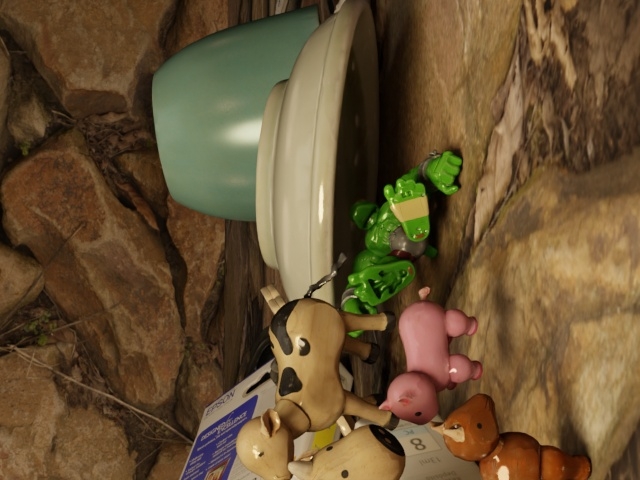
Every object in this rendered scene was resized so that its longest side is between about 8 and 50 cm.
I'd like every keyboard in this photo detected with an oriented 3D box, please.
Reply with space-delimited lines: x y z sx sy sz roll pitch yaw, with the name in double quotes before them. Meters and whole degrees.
"keyboard" -0.070 -0.498 2.409 0.256 0.014 0.072 117 153 -67

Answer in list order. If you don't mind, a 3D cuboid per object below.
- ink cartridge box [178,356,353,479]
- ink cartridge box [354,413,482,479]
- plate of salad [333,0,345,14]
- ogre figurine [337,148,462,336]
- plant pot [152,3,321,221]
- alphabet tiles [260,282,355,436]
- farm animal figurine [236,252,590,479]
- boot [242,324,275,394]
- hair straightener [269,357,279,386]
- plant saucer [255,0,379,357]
"ink cartridge box" -0.085 0.286 1.688 0.303 0.072 0.307 -37 19 33
"ink cartridge box" 0.125 0.379 1.045 0.385 0.091 0.308 -130 40 -50
"plate of salad" 0.044 -0.236 1.601 0.200 0.048 0.200 180 90 -84
"ogre figurine" 0.075 -0.002 1.238 0.118 0.096 0.197 -101 20 -81
"plant pot" -0.097 -0.156 1.666 0.293 0.235 0.293 -9 -90 -88
"alphabet tiles" 0.015 0.180 1.372 0.284 0.021 0.278 60 176 -11
"farm animal figurine" 0.025 0.199 0.932 0.330 0.172 0.327 28 105 57
"boot" -0.073 0.331 1.943 0.260 0.131 0.348 -104 19 -57
"hair straightener" 0.006 0.118 1.614 0.047 0.089 0.230 46 121 29
"plant saucer" -0.003 -0.072 1.370 0.400 0.100 0.401 4 -90 -82
